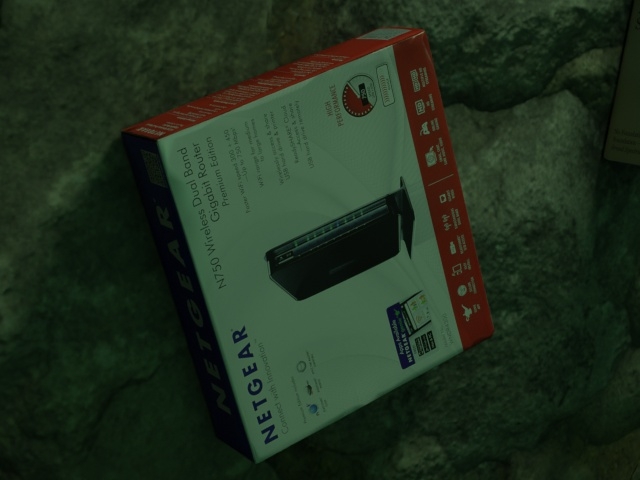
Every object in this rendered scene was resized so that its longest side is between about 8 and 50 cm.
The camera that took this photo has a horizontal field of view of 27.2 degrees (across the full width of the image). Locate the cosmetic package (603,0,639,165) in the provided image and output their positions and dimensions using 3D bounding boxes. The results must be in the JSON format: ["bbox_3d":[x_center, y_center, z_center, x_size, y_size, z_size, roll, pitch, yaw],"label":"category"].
[{"bbox_3d":[0.432,-0.225,1.464,0.113,0.160,0.309,5,96,-33],"label":"cosmetic package"}]

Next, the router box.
[{"bbox_3d":[0.000,0.000,1.284,0.301,0.082,0.335,-26,113,-26],"label":"router box"}]
